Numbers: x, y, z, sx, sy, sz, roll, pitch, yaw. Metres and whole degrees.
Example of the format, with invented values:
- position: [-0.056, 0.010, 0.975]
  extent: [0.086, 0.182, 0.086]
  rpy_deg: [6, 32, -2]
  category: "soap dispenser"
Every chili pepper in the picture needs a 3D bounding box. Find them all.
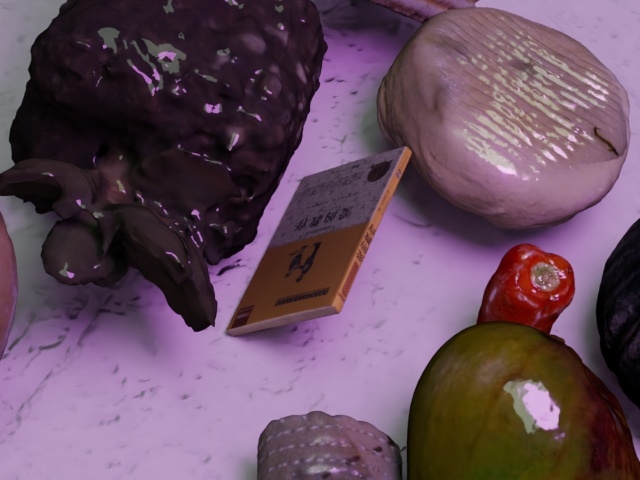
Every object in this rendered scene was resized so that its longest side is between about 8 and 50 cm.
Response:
- position: [0.158, 0.053, 1.493]
  extent: [0.073, 0.123, 0.070]
  rpy_deg: [-11, 56, -16]
  category: "chili pepper"

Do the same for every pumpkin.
- position: [0.323, 0.059, 1.500]
  extent: [0.220, 0.162, 0.220]
  rpy_deg: [9, 43, -9]
  category: "pumpkin"

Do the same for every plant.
- position: [-0.131, -0.073, 1.472]
  extent: [0.215, 0.213, 0.312]
  rpy_deg: [21, 58, -1]
  category: "plant"

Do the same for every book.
- position: [0.000, 0.000, 1.516]
  extent: [0.012, 0.118, 0.172]
  rpy_deg: [47, 48, -27]
  category: "book"

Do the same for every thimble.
- position: [0.008, 0.170, 1.404]
  extent: [0.110, 0.084, 0.062]
  rpy_deg: [3, 54, -7]
  category: "thimble"

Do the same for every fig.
- position: [0.141, 0.157, 1.392]
  extent: [0.181, 0.181, 0.191]
  rpy_deg: [28, 79, 8]
  category: "fig"

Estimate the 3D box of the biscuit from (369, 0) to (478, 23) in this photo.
- position: [-0.016, -0.259, 1.540]
  extent: [0.144, 0.078, 0.426]
  rpy_deg: [30, 9, 29]
  category: "biscuit"

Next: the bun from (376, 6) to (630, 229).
- position: [0.149, -0.094, 1.599]
  extent: [0.210, 0.116, 0.237]
  rpy_deg: [27, 38, 3]
  category: "bun"

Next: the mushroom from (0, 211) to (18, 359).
- position: [-0.315, 0.007, 1.380]
  extent: [0.243, 0.243, 0.244]
  rpy_deg: [5, 55, -8]
  category: "mushroom"
